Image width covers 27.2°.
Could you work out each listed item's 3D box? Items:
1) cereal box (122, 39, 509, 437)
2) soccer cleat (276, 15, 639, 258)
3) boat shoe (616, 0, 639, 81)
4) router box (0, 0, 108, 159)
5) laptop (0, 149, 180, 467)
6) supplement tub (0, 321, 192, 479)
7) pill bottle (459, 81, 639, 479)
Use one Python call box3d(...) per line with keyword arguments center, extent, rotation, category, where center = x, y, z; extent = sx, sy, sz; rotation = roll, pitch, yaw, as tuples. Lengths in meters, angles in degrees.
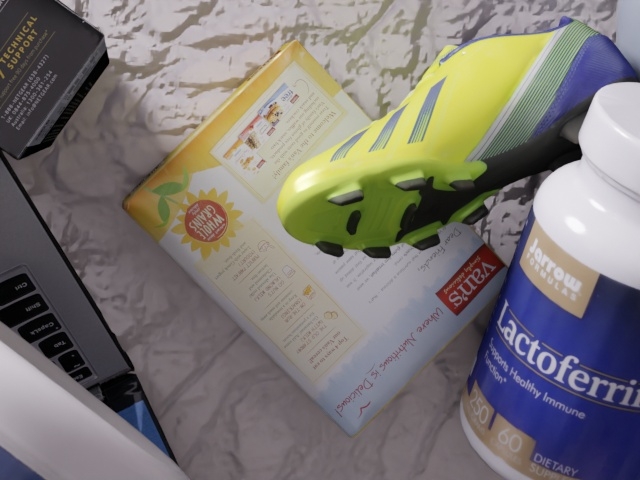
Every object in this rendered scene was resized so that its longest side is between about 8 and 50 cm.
box3d(center=(0.000, 0.000, 0.959), extent=(0.173, 0.047, 0.240), rotation=(-44, 101, -3), category="cereal box")
box3d(center=(0.089, -0.077, 0.924), extent=(0.289, 0.093, 0.121), rotation=(-22, 61, -20), category="soccer cleat")
box3d(center=(0.293, -0.086, 0.962), extent=(0.105, 0.113, 0.306), rotation=(-13, 101, -13), category="boat shoe")
box3d(center=(-0.245, -0.151, 0.775), extent=(0.243, 0.309, 0.081), rotation=(35, 89, -9), category="router box")
box3d(center=(-0.279, 0.210, 0.841), extent=(0.382, 0.236, 0.408), rotation=(-26, 139, -5), category="laptop")
box3d(center=(-0.244, 0.192, 0.680), extent=(0.235, 0.235, 0.325), rotation=(40, 81, -10), category="supplement tub")
box3d(center=(0.201, 0.038, 0.896), extent=(0.153, 0.153, 0.264), rotation=(10, 119, -9), category="pill bottle")
